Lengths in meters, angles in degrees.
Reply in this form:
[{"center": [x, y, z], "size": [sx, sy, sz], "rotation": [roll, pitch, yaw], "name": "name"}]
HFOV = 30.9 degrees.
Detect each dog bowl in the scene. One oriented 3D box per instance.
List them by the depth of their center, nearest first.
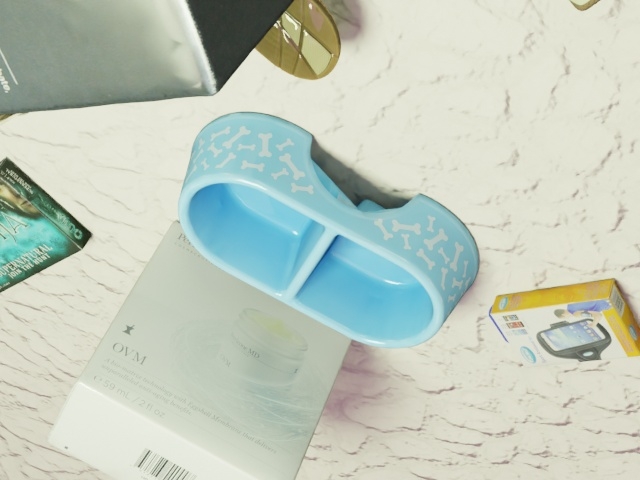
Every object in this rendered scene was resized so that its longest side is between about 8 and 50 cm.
[{"center": [0.000, 0.000, 1.080], "size": [0.297, 0.074, 0.166], "rotation": [29, 140, -4], "name": "dog bowl"}]

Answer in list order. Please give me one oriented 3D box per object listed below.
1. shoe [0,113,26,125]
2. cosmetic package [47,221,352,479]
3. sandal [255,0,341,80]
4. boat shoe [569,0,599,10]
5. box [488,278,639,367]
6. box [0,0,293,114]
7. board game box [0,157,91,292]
[{"center": [-0.247, -0.153, 1.051], "size": [0.219, 0.058, 0.076], "rotation": [-20, 123, 40], "name": "shoe"}, {"center": [-0.114, 0.141, 1.172], "size": [0.224, 0.224, 0.138], "rotation": [30, 137, -6], "name": "cosmetic package"}, {"center": [-0.049, -0.203, 0.912], "size": [0.180, 0.049, 0.072], "rotation": [41, 134, 3], "name": "sandal"}, {"center": [0.209, -0.224, 0.744], "size": [0.072, 0.068, 0.190], "rotation": [46, 137, -6], "name": "boat shoe"}, {"center": [0.225, 0.081, 1.089], "size": [0.136, 0.028, 0.081], "rotation": [-13, 127, 34], "name": "box"}, {"center": [-0.201, -0.239, 0.739], "size": [0.395, 0.293, 0.212], "rotation": [-1, 126, 28], "name": "box"}, {"center": [-0.354, -0.011, 1.283], "size": [0.186, 0.026, 0.126], "rotation": [-24, 120, 42], "name": "board game box"}]
